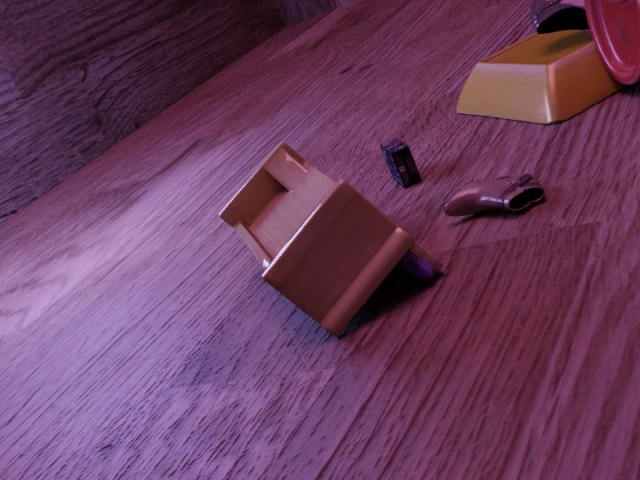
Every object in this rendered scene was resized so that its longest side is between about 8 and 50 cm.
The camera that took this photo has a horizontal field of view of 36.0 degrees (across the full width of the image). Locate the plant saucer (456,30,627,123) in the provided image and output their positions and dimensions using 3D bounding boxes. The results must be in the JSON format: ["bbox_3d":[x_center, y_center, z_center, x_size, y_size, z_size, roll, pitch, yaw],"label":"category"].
[{"bbox_3d":[0.428,-0.314,1.681,0.332,0.081,0.332,-29,20,-14],"label":"plant saucer"}]

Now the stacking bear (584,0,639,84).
[{"bbox_3d":[0.575,-0.352,1.485,0.288,0.164,0.175,-18,21,-7],"label":"stacking bear"}]

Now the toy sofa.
[{"bbox_3d":[0.000,0.000,1.284,0.150,0.177,0.362,-50,20,1],"label":"toy sofa"}]

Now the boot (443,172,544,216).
[{"bbox_3d":[0.228,-0.054,1.274,0.118,0.042,0.087,-27,21,-9],"label":"boot"}]

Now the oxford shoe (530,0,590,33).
[{"bbox_3d":[0.478,-0.387,1.600,0.271,0.097,0.098,-7,58,25],"label":"oxford shoe"}]

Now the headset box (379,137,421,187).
[{"bbox_3d":[0.125,-0.124,1.552,0.032,0.062,0.083,-24,18,-2],"label":"headset box"}]
